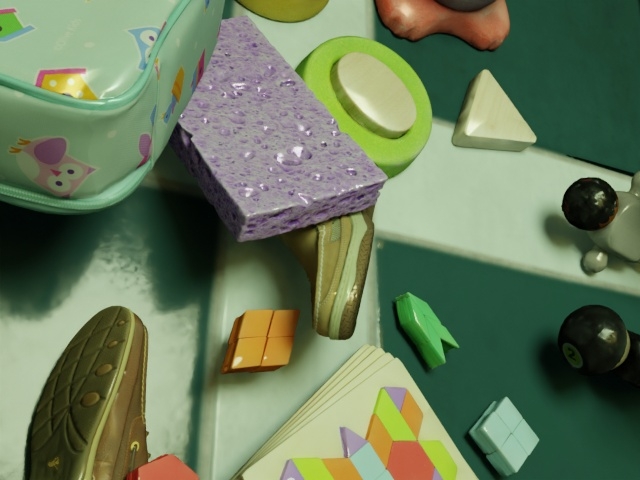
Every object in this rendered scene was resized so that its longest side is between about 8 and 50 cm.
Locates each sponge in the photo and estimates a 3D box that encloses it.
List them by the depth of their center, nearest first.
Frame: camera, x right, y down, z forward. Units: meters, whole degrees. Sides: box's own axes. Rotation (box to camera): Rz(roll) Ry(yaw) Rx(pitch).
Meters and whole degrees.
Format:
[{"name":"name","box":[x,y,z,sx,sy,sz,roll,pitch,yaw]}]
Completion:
[{"name":"sponge","box":[-0.057,-0.091,0.594,0.117,0.031,0.210,-17,54,-31]}]

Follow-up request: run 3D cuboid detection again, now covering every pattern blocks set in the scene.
[{"name":"pattern blocks set","box":[0.032,0.167,0.549,0.285,0.026,0.325,46,46,-6]}]

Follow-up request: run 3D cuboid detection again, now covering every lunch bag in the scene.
[{"name":"lunch bag","box":[-0.184,-0.152,0.516,0.224,0.108,0.279,15,44,-2]}]

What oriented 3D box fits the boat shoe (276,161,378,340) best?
[{"name":"boat shoe","box":[0.000,0.000,0.598,0.072,0.068,0.190,12,33,-2]}]

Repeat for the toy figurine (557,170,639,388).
[{"name":"toy figurine","box":[0.306,0.018,0.677,0.148,0.213,0.209,21,61,-34]}]

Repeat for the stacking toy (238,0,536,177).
[{"name":"stacking toy","box":[0.087,-0.211,0.709,0.309,0.130,0.279,-10,74,-30]}]

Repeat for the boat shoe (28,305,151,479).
[{"name":"boat shoe","box":[-0.137,0.129,0.498,0.060,0.064,0.178,37,53,-46]}]
